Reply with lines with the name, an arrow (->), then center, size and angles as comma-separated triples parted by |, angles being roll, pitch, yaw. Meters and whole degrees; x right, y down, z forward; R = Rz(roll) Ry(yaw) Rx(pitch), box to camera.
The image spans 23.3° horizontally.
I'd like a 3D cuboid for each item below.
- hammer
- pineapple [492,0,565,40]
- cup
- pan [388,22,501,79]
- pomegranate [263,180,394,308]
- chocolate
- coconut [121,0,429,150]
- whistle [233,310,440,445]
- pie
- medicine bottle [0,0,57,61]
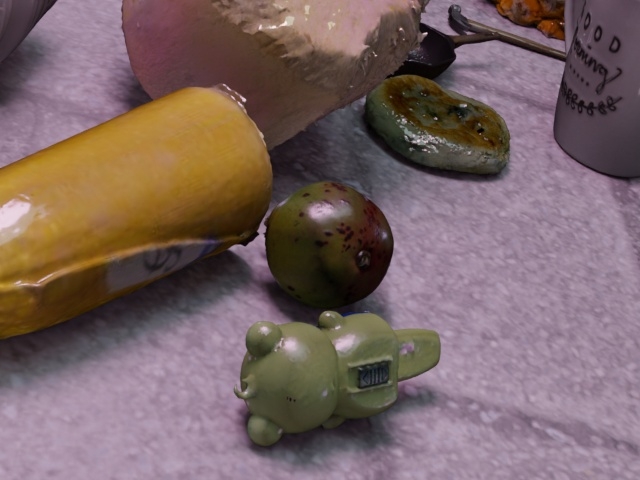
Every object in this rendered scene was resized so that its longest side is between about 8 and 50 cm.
hammer -> 0.259, -0.275, 2.111 | 0.182, 0.017, 0.062 | 18, 32, -7
pineapple -> 0.312, -0.367, 2.216 | 0.236, 0.114, 0.186 | 38, 34, 8
cup -> 0.369, -0.229, 1.899 | 0.186, 0.234, 0.258 | 0, 39, -30
pan -> 0.135, -0.230, 1.941 | 0.202, 0.048, 0.128 | 10, 35, -14
pomegranate -> 0.006, 0.000, 1.453 | 0.130, 0.130, 0.130 | 15, 32, -10
chocolate -> -0.225, 0.002, 1.318 | 0.162, 0.162, 0.445 | 35, 38, 22
coconut -> -0.053, -0.243, 1.634 | 0.298, 0.309, 0.297 | 9, 71, -27
whistle -> 0.016, 0.107, 1.325 | 0.227, 0.105, 0.085 | -9, 13, -41
pie -> 0.140, -0.137, 1.812 | 0.187, 0.041, 0.187 | 15, 31, -10
medicine bottle -> -0.390, -0.271, 1.516 | 0.245, 0.245, 0.306 | 21, 33, 0
